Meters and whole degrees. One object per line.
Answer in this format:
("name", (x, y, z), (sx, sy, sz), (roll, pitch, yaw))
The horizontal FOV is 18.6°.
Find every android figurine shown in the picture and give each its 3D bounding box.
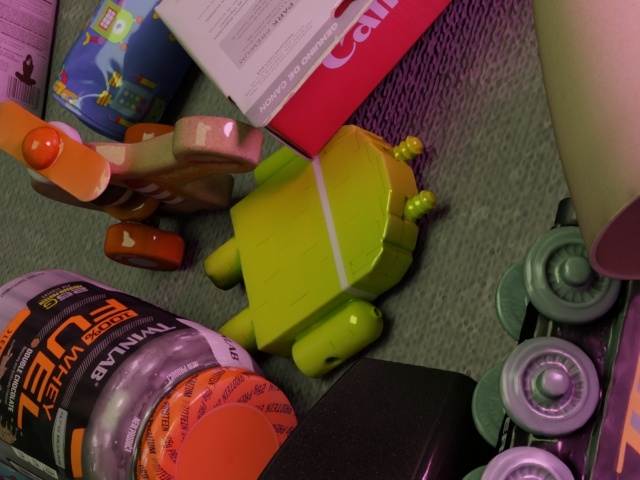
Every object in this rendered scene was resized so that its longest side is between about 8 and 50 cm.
("android figurine", (0.000, 0.000, 1.858), (0.273, 0.056, 0.248), (-37, 50, 30))

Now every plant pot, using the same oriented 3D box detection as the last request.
("plant pot", (0.258, -0.151, 1.418), (0.256, 0.256, 0.274), (-36, 65, 30))
("plant pot", (0.078, 0.201, 1.614), (0.187, 0.188, 0.167), (5, 66, 46))

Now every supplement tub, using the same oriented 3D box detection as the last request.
("supplement tub", (-0.187, 0.161, 1.869), (0.338, 0.207, 0.207), (18, 87, 47))

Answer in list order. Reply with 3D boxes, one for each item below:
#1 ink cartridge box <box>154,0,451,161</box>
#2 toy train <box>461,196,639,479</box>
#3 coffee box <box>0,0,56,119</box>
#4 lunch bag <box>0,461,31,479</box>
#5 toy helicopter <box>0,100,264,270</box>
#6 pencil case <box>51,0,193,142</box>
("ink cartridge box", (0.027, -0.245, 1.832), (0.309, 0.130, 0.272), (-48, 39, 9))
("toy train", (0.217, 0.135, 1.497), (0.142, 0.190, 0.334), (119, 165, -72))
("coffee box", (-0.395, -0.257, 2.332), (0.141, 0.098, 0.247), (-13, 64, 41))
("lunch bag", (-0.423, 0.261, 2.001), (0.221, 0.293, 0.138), (13, 82, 47))
("toy helicopter", (-0.178, -0.079, 1.895), (0.355, 0.235, 0.140), (-13, 63, 59))
("pencil case", (-0.178, -0.256, 2.096), (0.133, 0.119, 0.306), (29, 95, 25))
